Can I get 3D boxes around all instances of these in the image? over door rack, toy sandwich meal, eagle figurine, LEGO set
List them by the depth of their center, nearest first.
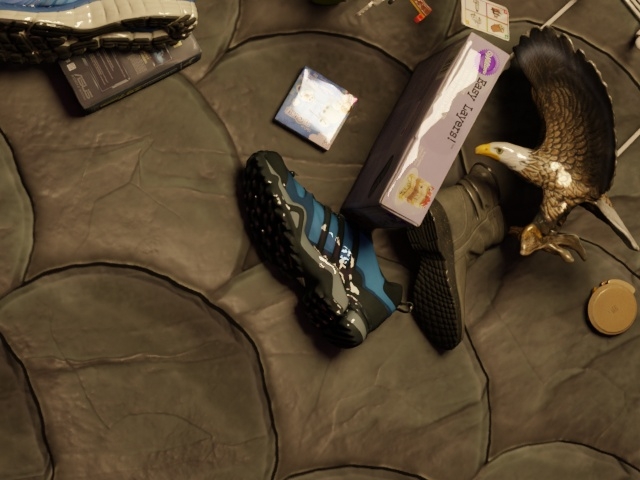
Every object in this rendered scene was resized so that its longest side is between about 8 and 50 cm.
[{"bbox_3d":[0.131,-0.358,1.418,0.244,0.060,0.182,12,67,-30],"label":"LEGO set"},{"bbox_3d":[0.316,-0.127,1.463,0.225,0.226,0.298,6,102,-38],"label":"eagle figurine"},{"bbox_3d":[0.421,-0.251,1.616,0.324,0.108,0.239,-41,94,-8],"label":"over door rack"},{"bbox_3d":[0.433,0.098,1.648,0.086,0.029,0.085,-1,93,-9],"label":"toy sandwich meal"}]

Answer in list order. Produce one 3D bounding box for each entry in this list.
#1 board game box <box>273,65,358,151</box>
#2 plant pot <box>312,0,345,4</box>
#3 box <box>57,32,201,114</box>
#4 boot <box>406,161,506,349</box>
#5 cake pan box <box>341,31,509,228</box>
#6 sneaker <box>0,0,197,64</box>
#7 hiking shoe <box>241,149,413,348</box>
[{"bbox_3d":[-0.007,-0.189,1.587,0.090,0.020,0.090,30,85,-7],"label":"board game box"},{"bbox_3d":[0.017,-0.460,1.501,0.207,0.228,0.227,38,81,-12],"label":"plant pot"},{"bbox_3d":[-0.296,-0.317,1.523,0.183,0.059,0.232,-29,93,-8],"label":"box"},{"bbox_3d":[0.211,0.024,1.579,0.161,0.083,0.246,-25,117,-34],"label":"boot"},{"bbox_3d":[0.135,-0.144,1.497,0.070,0.246,0.266,29,83,-11],"label":"cake pan box"},{"bbox_3d":[-0.332,-0.323,1.440,0.330,0.130,0.147,-6,74,-11],"label":"sneaker"},{"bbox_3d":[0.000,0.000,1.554,0.132,0.113,0.304,-32,94,-31],"label":"hiking shoe"}]
